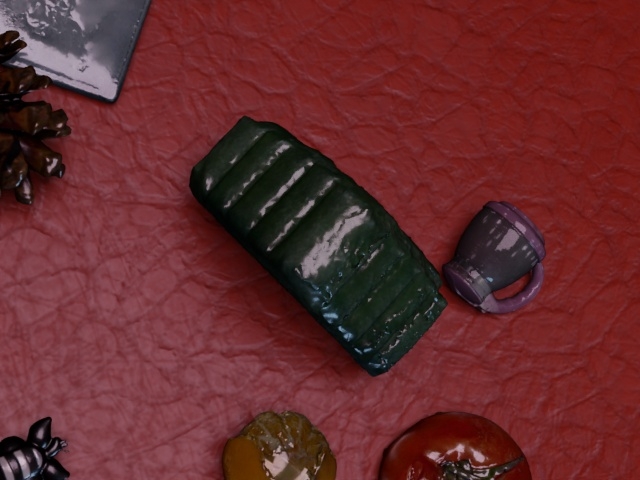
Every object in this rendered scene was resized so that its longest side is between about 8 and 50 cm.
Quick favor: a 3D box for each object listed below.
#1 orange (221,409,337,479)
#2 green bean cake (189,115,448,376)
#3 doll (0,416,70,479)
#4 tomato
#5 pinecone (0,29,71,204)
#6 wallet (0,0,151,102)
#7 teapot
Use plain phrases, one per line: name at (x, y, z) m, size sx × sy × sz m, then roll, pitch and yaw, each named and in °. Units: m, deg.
orange at (-0.052, 0.302, 1.662) m, size 0.156 × 0.134 × 0.157 m, roll 1°, pitch 88°, yaw -20°
green bean cake at (0.000, 0.000, 1.682) m, size 0.169 × 0.300 × 0.308 m, roll -46°, pitch 50°, yaw -4°
doll at (-0.429, 0.306, 1.607) m, size 0.219 × 0.067 × 0.091 m, roll -21°, pitch 87°, yaw -11°
tomato at (0.195, 0.346, 1.726) m, size 0.227 × 0.101 × 0.228 m, roll 3°, pitch 76°, yaw -10°
pinecone at (-0.464, -0.173, 1.619) m, size 0.309 × 0.244 × 0.244 m, roll 42°, pitch 72°, yaw -15°
wallet at (-0.390, -0.349, 1.763) m, size 0.290 × 0.054 × 0.251 m, roll 21°, pitch 78°, yaw -13°
teapot at (0.250, 0.031, 1.815) m, size 0.146 × 0.148 × 0.116 m, roll -44°, pitch 54°, yaw -6°
